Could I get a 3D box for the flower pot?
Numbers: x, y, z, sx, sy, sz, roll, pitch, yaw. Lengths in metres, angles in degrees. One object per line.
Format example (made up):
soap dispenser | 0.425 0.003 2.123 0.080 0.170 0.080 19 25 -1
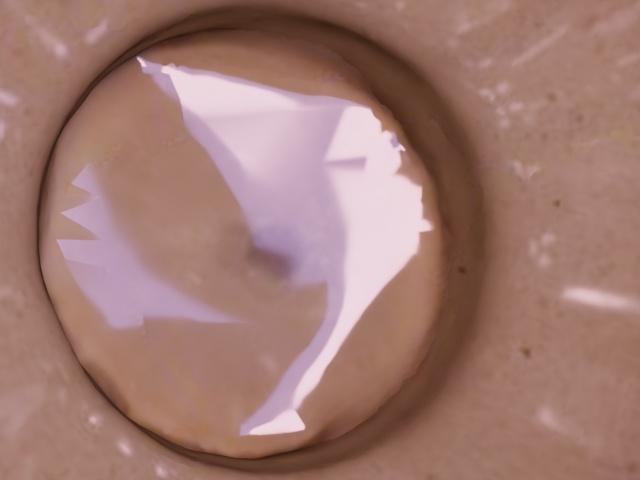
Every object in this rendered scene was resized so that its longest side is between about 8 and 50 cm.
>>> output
flower pot | 0.000 0.000 0.315 0.308 0.244 0.307 1 86 -18
